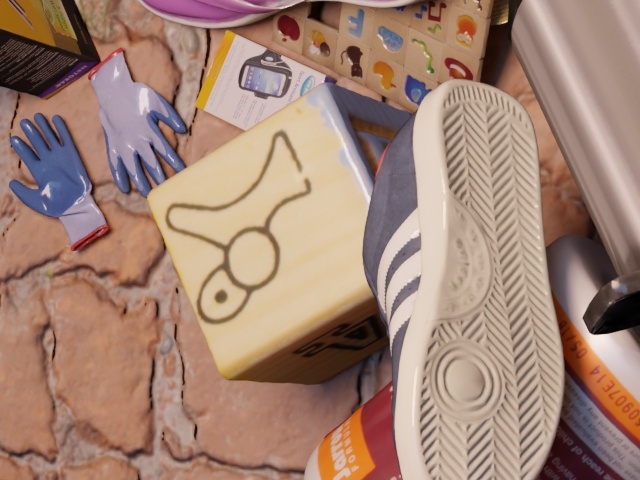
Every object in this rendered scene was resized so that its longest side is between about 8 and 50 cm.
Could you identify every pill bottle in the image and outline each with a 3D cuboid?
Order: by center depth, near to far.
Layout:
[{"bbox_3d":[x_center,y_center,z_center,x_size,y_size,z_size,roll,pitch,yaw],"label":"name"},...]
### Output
[{"bbox_3d":[0.130,0.198,1.521,0.392,0.224,0.224,-42,68,16],"label":"pill bottle"}]

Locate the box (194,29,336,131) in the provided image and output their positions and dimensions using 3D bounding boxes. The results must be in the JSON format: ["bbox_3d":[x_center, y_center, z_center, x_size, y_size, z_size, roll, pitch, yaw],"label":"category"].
[{"bbox_3d":[-0.047,-0.137,1.760,0.136,0.028,0.081,27,97,24],"label":"box"}]

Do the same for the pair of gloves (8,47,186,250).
[{"bbox_3d":[-0.224,-0.086,1.848,0.198,0.023,0.159,-37,68,18],"label":"pair of gloves"}]

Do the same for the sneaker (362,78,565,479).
[{"bbox_3d":[0.093,0.059,1.399,0.148,0.131,0.350,-39,40,55],"label":"sneaker"}]

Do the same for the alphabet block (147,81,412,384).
[{"bbox_3d":[0.000,0.000,1.628,0.197,0.193,0.192,-30,70,21],"label":"alphabet block"}]

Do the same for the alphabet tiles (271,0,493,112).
[{"bbox_3d":[0.054,-0.224,1.664,0.237,0.009,0.198,29,128,30],"label":"alphabet tiles"}]

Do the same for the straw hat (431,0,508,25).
[{"bbox_3d":[0.163,-0.251,1.646,0.144,0.061,0.144,-2,84,23],"label":"straw hat"}]

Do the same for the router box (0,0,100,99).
[{"bbox_3d":[-0.364,-0.303,1.820,0.081,0.243,0.309,-32,72,21],"label":"router box"}]

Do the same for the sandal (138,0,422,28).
[{"bbox_3d":[-0.062,-0.271,1.669,0.416,0.102,0.169,0,110,45],"label":"sandal"}]

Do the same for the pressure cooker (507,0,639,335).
[{"bbox_3d":[0.372,-0.078,1.351,0.370,0.375,0.420,-32,69,30],"label":"pressure cooker"}]
